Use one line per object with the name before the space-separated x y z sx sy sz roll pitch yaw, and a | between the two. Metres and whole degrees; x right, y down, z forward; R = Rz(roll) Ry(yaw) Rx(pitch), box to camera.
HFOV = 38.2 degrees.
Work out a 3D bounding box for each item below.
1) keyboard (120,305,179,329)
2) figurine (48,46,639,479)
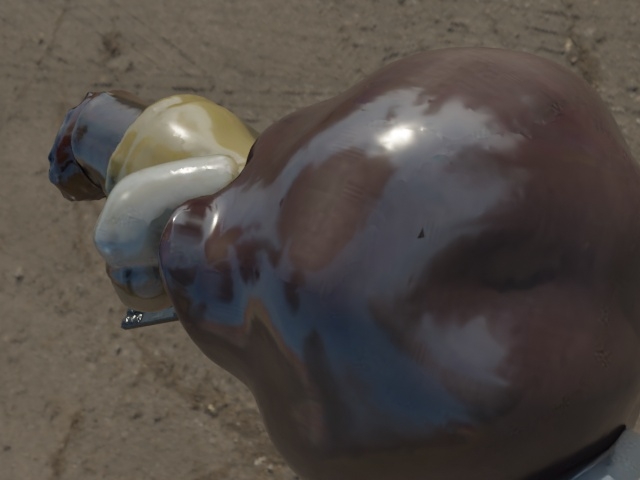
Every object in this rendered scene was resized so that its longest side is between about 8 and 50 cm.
keyboard | -0.097 0.038 0.771 0.204 0.013 0.061 -13 44 44
figurine | -0.013 0.015 0.455 0.365 0.218 0.206 5 62 40
